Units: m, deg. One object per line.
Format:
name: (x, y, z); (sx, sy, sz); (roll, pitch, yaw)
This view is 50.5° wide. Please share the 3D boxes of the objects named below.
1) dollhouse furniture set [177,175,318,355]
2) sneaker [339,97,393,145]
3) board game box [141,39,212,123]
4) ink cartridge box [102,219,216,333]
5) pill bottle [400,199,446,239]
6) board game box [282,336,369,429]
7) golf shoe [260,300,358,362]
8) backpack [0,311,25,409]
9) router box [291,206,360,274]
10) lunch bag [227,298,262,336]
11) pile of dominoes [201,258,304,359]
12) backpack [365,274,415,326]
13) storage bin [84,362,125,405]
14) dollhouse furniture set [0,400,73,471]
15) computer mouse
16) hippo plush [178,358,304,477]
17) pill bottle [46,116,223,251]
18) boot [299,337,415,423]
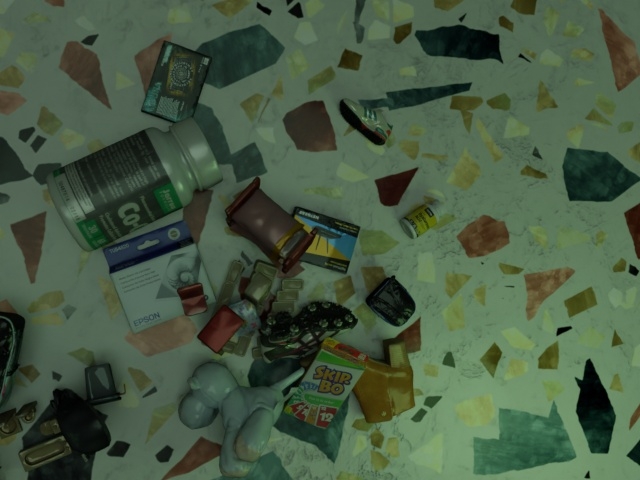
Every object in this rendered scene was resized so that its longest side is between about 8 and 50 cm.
dollhouse furniture set: (-0.197, 0.064, 1.614); (0.201, 0.152, 0.374); (39, 76, 3)
sneaker: (0.123, -0.326, 1.787); (0.161, 0.057, 0.075); (40, 66, -9)
board game box: (-0.357, -0.388, 1.688); (0.126, 0.026, 0.186); (18, 88, -12)
ink cartridge box: (-0.397, 0.088, 1.681); (0.223, 0.045, 0.224); (-22, 96, -11)
pill bottle: (0.277, -0.059, 1.816); (0.116, 0.065, 0.065); (-35, 98, -10)
board game box: (0.013, 0.363, 1.715); (0.124, 0.039, 0.259); (25, 116, -7)
golf shoe: (-0.034, 0.234, 1.745); (0.272, 0.105, 0.120); (-8, 130, -28)
backpack: (-0.795, 0.278, 1.524); (0.225, 0.191, 0.254); (8, 83, -10)
router box: (0.000, 0.000, 1.766); (0.178, 0.046, 0.133); (17, 88, -12)
lunch bag: (-0.191, 0.187, 1.700); (0.071, 0.053, 0.083); (-23, 112, -4)
pile of dominoes: (-0.173, 0.179, 1.750); (0.195, 0.040, 0.251); (21, 95, -13)
backpack: (0.189, 0.165, 1.792); (0.114, 0.084, 0.105); (45, 83, -5)
storage bin: (-0.519, 0.341, 1.621); (0.098, 0.135, 0.091); (-9, 84, -17)
dollhouse furniture set: (-0.683, 0.470, 1.587); (0.144, 0.123, 0.151); (-21, 96, -11)
computer mouse: (-0.553, 0.430, 1.539); (0.072, 0.272, 0.189); (-31, 96, -34)
hippo plush: (-0.225, 0.407, 1.629); (0.236, 0.234, 0.294); (31, 106, 0)
pill bottle: (-0.427, -0.139, 1.588); (0.361, 0.204, 0.204); (-27, 97, -9)
boot: (0.103, 0.380, 1.773); (0.295, 0.104, 0.211); (-8, 100, -7)
